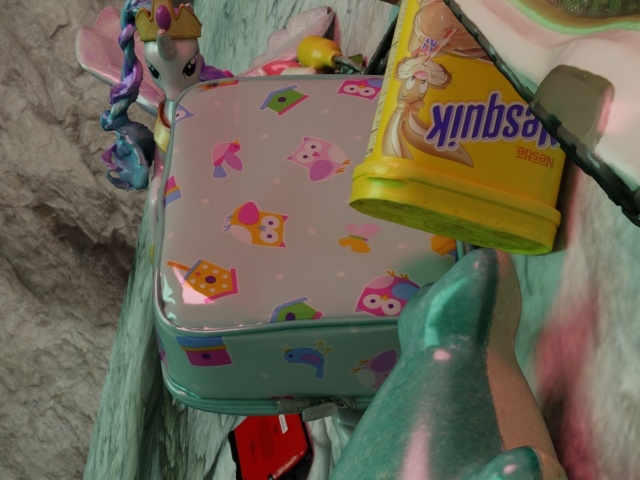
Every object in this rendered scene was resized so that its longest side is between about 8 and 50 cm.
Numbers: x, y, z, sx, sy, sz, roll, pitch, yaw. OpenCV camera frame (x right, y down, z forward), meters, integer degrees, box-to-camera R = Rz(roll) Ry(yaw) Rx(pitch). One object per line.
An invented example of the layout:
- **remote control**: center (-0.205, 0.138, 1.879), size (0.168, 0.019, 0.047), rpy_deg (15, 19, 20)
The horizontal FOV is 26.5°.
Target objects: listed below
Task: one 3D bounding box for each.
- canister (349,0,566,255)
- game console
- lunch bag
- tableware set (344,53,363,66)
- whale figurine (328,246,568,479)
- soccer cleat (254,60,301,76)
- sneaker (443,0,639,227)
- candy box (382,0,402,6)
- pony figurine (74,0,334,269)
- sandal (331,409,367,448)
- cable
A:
- **canister**: center (0.096, -0.089, 0.825), size (0.073, 0.126, 0.170), rpy_deg (161, 123, -75)
- **game console**: center (-0.040, 0.231, 1.317), size (0.124, 0.085, 0.144), rpy_deg (-42, 21, 8)
- **lunch bag**: center (0.000, 0.000, 0.943), size (0.279, 0.224, 0.108), rpy_deg (-92, 2, -46)
- **tableware set**: center (0.026, -0.116, 1.366), size (0.154, 0.024, 0.104), rpy_deg (-91, 22, -48)
- **whale figurine**: center (0.051, 0.139, 0.725), size (0.216, 0.141, 0.272), rpy_deg (137, 138, -67)
- **soccer cleat**: center (-0.040, -0.063, 1.403), size (0.095, 0.083, 0.248), rpy_deg (23, -110, -74)
- **sneaker**: center (0.177, -0.097, 0.585), size (0.182, 0.158, 0.410), rpy_deg (-41, 21, 11)
- **candy box**: center (0.124, -0.348, 1.037), size (0.183, 0.087, 0.316), rpy_deg (156, 126, -74)
- **pony figurine**: center (-0.131, -0.134, 1.524), size (0.351, 0.303, 0.363), rpy_deg (-82, -14, -67)
- **sandal**: center (0.026, 0.082, 1.000), size (0.265, 0.102, 0.076), rpy_deg (-94, 16, -49)
- **cable**: center (0.023, -0.137, 1.232), size (0.287, 0.072, 0.139), rpy_deg (170, 115, -70)
